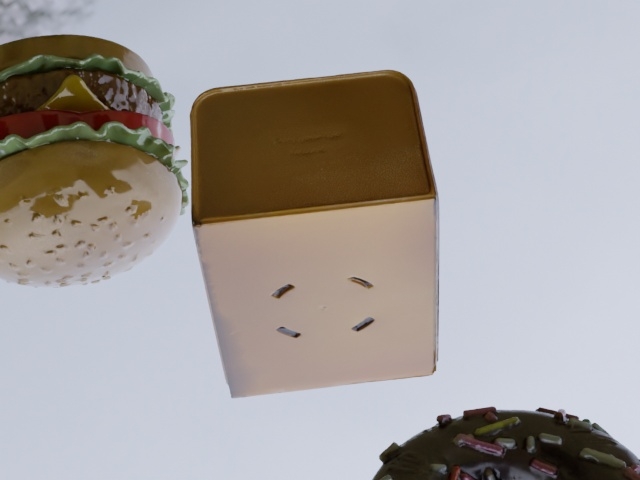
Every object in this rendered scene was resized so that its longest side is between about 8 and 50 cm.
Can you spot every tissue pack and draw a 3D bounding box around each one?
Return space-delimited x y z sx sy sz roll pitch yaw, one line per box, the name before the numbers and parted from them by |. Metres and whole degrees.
tissue pack | 0.000 0.000 1.309 0.194 0.274 0.145 -4 -124 0

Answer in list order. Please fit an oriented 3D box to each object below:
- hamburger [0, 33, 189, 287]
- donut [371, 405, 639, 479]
hamburger | -0.273 -0.065 1.613 0.274 0.274 0.212 -23 -118 16
donut | 0.228 0.285 1.559 0.345 0.136 0.259 30 -131 34
